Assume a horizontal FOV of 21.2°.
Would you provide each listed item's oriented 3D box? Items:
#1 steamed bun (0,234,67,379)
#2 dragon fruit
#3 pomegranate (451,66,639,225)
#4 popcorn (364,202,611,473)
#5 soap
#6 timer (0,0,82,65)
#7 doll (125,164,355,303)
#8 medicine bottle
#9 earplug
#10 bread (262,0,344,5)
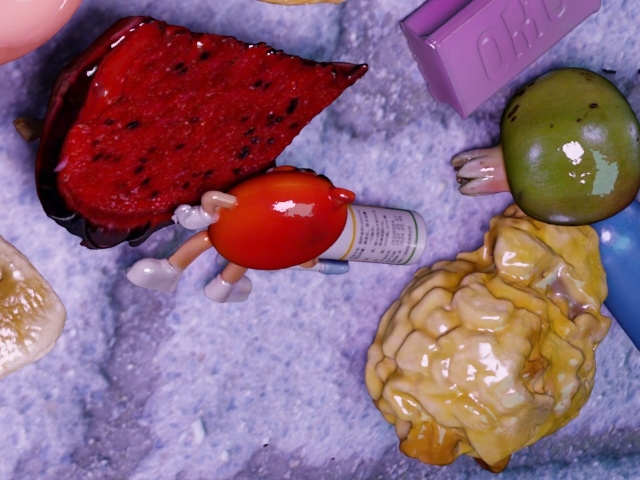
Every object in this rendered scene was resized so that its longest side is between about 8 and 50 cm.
[{"bbox_3d":[-0.322,0.035,1.482,0.141,0.172,0.155,-35,117,-30],"label":"steamed bun"},{"bbox_3d":[-0.150,-0.108,1.536,0.282,0.100,0.343,-48,154,21],"label":"dragon fruit"},{"bbox_3d":[0.247,-0.091,1.852,0.210,0.180,0.180,-12,131,4],"label":"pomegranate"},{"bbox_3d":[0.205,0.117,1.917,0.265,0.225,0.332,42,76,-42],"label":"popcorn"},{"bbox_3d":[0.189,-0.234,1.770,0.203,0.065,0.122,-40,135,-11],"label":"soap"},{"bbox_3d":[-0.282,-0.241,1.277,0.230,0.215,0.229,-17,121,-32],"label":"timer"},{"bbox_3d":[-0.063,-0.011,1.637,0.183,0.085,0.217,15,141,-44],"label":"doll"},{"bbox_3d":[0.000,0.000,1.778,0.221,0.061,0.092,6,129,-33],"label":"medicine bottle"},{"bbox_3d":[0.382,0.032,2.068,0.132,0.132,0.273,-49,133,-2],"label":"earplug"},{"bbox_3d":[-0.074,-0.268,1.435,0.236,0.198,0.120,4,110,-40],"label":"bread"}]
